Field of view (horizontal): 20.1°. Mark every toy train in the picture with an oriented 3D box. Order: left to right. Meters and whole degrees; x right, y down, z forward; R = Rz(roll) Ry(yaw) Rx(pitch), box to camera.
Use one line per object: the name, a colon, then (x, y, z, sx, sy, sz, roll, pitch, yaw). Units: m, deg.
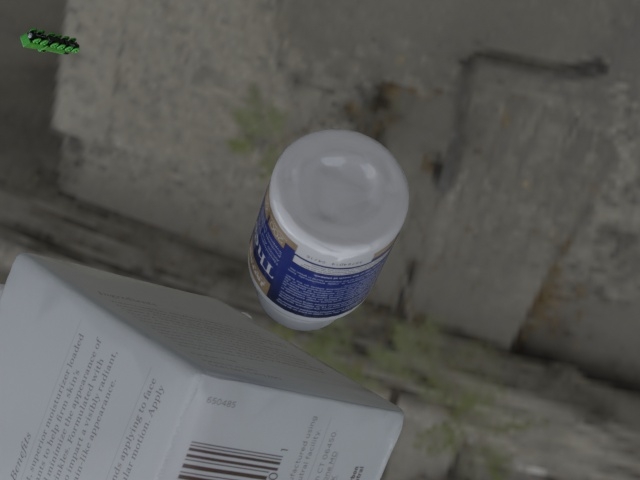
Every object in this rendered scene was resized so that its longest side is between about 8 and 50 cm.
toy train: (-0.284, -0.207, 1.901, 0.024, 0.017, 0.083, -27, 164, 25)

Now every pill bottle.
pill bottle: (0.000, 0.000, 0.887, 0.067, 0.067, 0.120, 17, 154, -2)

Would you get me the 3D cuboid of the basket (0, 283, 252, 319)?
basket: (-0.258, 0.167, 1.406, 0.331, 0.266, 0.328, 8, -179, 12)

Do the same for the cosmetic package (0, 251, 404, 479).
cosmetic package: (-0.086, 0.116, 0.975, 0.151, 0.151, 0.184, 15, -171, -43)
